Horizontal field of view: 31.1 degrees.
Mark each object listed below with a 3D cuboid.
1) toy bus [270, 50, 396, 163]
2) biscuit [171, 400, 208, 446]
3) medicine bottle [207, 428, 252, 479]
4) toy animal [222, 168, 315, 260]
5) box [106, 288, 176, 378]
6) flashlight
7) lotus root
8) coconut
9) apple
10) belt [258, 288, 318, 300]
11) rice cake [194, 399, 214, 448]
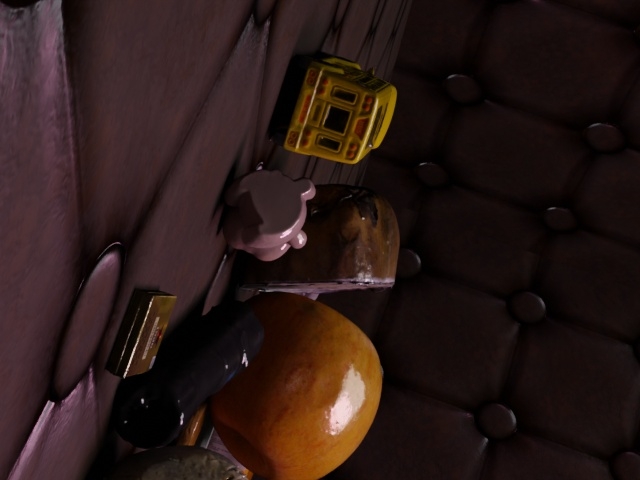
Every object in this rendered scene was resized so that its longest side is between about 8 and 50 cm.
[{"bbox_3d":[0.032,-0.206,1.791,0.330,0.152,0.144,-52,160,-77],"label":"toy bus"},{"bbox_3d":[-0.232,0.359,1.793,0.158,0.035,0.240,96,15,-83],"label":"biscuit"},{"bbox_3d":[-0.172,0.404,2.246,0.149,0.112,0.222,104,7,-54],"label":"medicine bottle"},{"bbox_3d":[-0.077,-0.019,1.556,0.212,0.124,0.124,118,-7,-72],"label":"toy animal"},{"bbox_3d":[-0.188,0.098,1.222,0.133,0.023,0.090,41,70,-86],"label":"box"},{"bbox_3d":[-0.161,0.164,1.455,0.424,0.103,0.103,-41,150,-77],"label":"flashlight"},{"bbox_3d":[0.000,0.000,1.870,0.272,0.272,0.191,4,90,-86],"label":"lotus root"},{"bbox_3d":[-0.170,0.359,1.329,0.230,0.227,0.227,114,-1,-50],"label":"coconut"},{"bbox_3d":[-0.054,0.242,1.876,0.275,0.299,0.299,-57,172,-19],"label":"apple"},{"bbox_3d":[-0.043,0.024,2.046,0.124,0.128,0.200,-55,161,-72],"label":"belt"},{"bbox_3d":[-0.220,0.365,1.938,0.080,0.042,0.221,97,12,-66],"label":"rice cake"}]
